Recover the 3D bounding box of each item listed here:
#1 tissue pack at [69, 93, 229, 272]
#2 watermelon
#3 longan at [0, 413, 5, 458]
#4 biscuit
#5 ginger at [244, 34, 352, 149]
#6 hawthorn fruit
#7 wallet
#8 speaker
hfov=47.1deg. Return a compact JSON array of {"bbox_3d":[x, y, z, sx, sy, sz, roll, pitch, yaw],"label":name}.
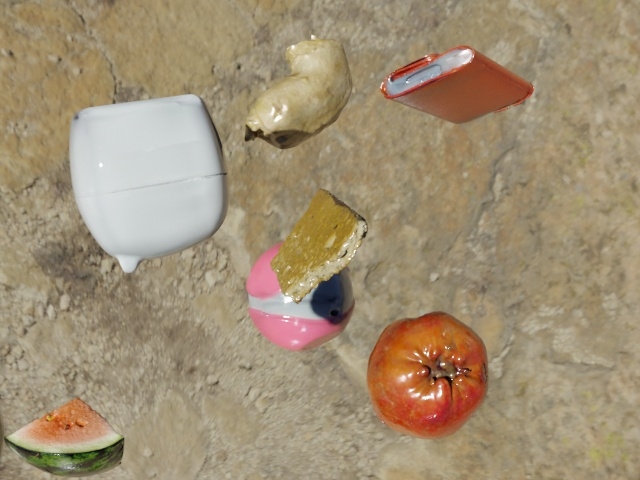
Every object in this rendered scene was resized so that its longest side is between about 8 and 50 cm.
[{"bbox_3d":[-0.260,-0.089,1.132,0.230,0.333,0.235,-12,98,-13],"label":"tissue pack"},{"bbox_3d":[-0.417,0.359,1.242,0.193,0.145,0.137,3,32,-1],"label":"watermelon"},{"bbox_3d":[-0.946,0.493,1.739,0.361,0.361,0.360,4,72,-11],"label":"longan"},{"bbox_3d":[-0.005,0.011,0.881,0.026,0.237,0.131,30,95,-16],"label":"biscuit"},{"bbox_3d":[-0.037,-0.273,1.432,0.152,0.138,0.267,35,78,6],"label":"ginger"},{"bbox_3d":[0.174,0.255,1.294,0.212,0.299,0.211,5,57,-8],"label":"hawthorn fruit"},{"bbox_3d":[0.198,-0.217,1.042,0.204,0.142,0.045,5,72,-52],"label":"wallet"},{"bbox_3d":[-0.050,0.134,1.917,0.295,0.294,0.294,4,72,-11],"label":"speaker"}]
